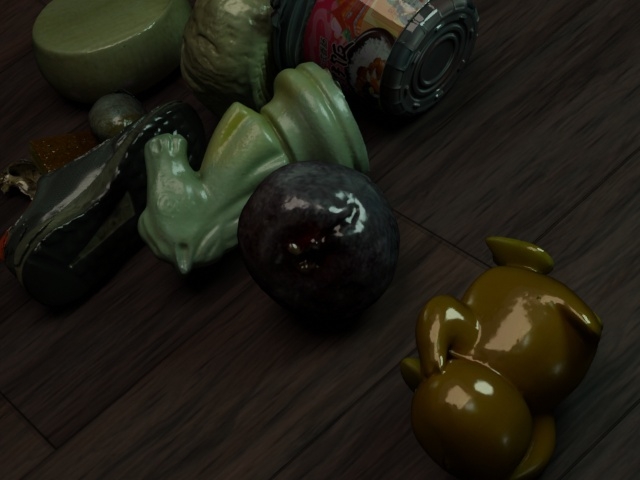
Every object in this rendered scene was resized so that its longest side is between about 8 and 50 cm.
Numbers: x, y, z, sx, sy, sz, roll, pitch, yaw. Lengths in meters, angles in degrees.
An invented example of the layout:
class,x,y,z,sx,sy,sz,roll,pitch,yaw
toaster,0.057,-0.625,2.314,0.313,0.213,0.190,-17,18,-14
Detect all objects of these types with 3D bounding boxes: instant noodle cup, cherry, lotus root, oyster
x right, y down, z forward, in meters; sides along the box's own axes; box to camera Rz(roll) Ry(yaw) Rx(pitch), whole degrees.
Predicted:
class,x,y,z,sx,sy,sz,roll,pitch,yaw
instant noodle cup,0.089,-0.276,1.873,0.181,0.258,0.302,36,34,26
cherry,0.004,-0.005,1.673,0.195,0.195,0.195,-13,43,12
lotus root,-0.288,-0.171,2.046,0.088,0.088,0.165,-30,31,-7
oyster,-0.419,-0.076,2.051,0.081,0.038,0.083,-32,67,4

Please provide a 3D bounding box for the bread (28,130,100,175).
class,x,y,z,sx,sy,sz,roll,pitch,yaw
bread,-0.354,-0.117,2.026,0.094,0.035,0.090,-13,40,-25

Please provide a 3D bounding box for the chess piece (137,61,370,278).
class,x,y,z,sx,sy,sz,roll,pitch,yaw
chess piece,-0.101,-0.087,1.794,0.298,0.175,0.176,-30,42,-11

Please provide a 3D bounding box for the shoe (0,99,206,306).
class,x,y,z,sx,sy,sz,roll,pitch,yaw
shoe,-0.301,-0.061,1.917,0.171,0.132,0.336,18,59,48

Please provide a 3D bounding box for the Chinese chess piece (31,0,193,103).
class,x,y,z,sx,sy,sz,roll,pitch,yaw
Chinese chess piece,-0.312,-0.312,2.172,0.250,0.101,0.250,-13,39,11

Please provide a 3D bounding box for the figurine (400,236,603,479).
class,x,y,z,sx,sy,sz,roll,pitch,yaw
figurine,0.182,0.127,1.453,0.228,0.215,0.215,-43,44,-1

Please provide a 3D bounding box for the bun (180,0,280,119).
class,x,y,z,sx,sy,sz,roll,pitch,yaw
bun,-0.109,-0.273,1.941,0.153,0.244,0.244,20,55,10
